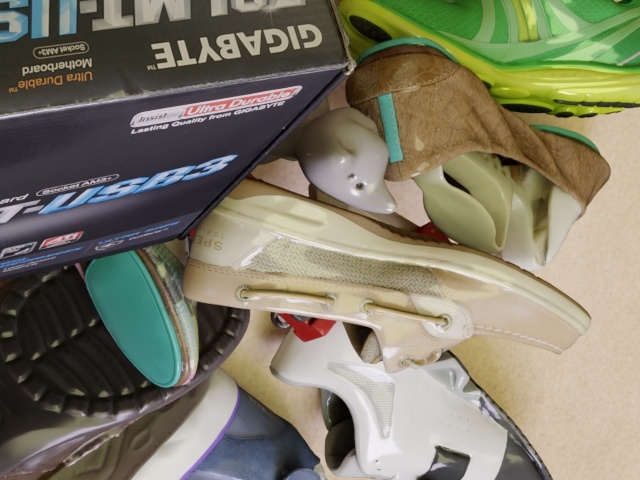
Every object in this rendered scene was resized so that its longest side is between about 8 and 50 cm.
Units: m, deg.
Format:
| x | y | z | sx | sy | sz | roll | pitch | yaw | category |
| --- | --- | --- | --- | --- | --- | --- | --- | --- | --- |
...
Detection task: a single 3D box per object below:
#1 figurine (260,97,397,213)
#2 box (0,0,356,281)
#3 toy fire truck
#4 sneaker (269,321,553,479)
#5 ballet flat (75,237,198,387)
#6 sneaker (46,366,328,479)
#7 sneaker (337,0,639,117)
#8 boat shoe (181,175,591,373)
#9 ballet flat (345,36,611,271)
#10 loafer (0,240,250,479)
| x | y | z | sx | sy | sz | roll | pitch | yaw | category |
| --- | --- | --- | --- | --- | --- | --- | --- | --- | --- |
| -0.053 | -0.106 | 0.828 | 0.215 | 0.209 | 0.092 | 39 | 89 | -36 | figurine |
| -0.172 | -0.039 | 0.640 | 0.295 | 0.293 | 0.073 | -13 | 80 | -27 | box |
| 0.000 | 0.000 | 0.937 | 0.192 | 0.047 | 0.135 | 43 | 66 | -8 | toy fire truck |
| 0.080 | 0.166 | 1.081 | 0.146 | 0.122 | 0.330 | -44 | 114 | -4 | sneaker |
| -0.141 | -0.004 | 0.857 | 0.221 | 0.077 | 0.079 | 51 | 40 | 0 | ballet flat |
| -0.126 | 0.274 | 0.997 | 0.323 | 0.130 | 0.236 | -46 | 121 | -12 | sneaker |
| 0.141 | -0.170 | 0.992 | 0.295 | 0.109 | 0.124 | 5 | 79 | -26 | sneaker |
| 0.049 | 0.040 | 0.869 | 0.302 | 0.109 | 0.098 | 18 | 89 | -23 | boat shoe |
| 0.135 | -0.044 | 0.966 | 0.342 | 0.116 | 0.124 | 24 | 58 | -55 | ballet flat |
| -0.220 | 0.107 | 0.898 | 0.366 | 0.130 | 0.134 | -27 | 82 | -25 | loafer |
